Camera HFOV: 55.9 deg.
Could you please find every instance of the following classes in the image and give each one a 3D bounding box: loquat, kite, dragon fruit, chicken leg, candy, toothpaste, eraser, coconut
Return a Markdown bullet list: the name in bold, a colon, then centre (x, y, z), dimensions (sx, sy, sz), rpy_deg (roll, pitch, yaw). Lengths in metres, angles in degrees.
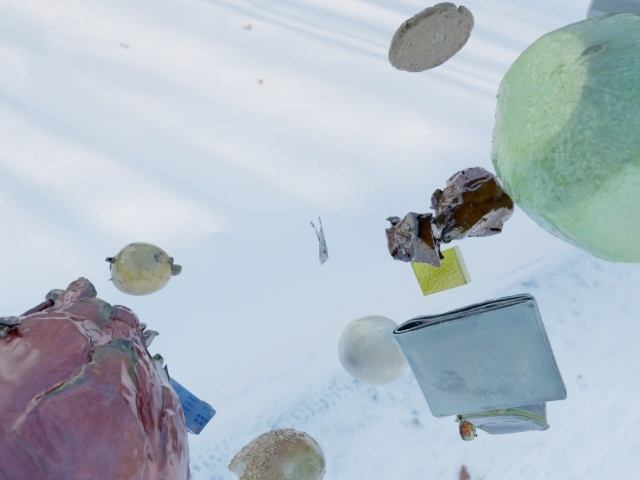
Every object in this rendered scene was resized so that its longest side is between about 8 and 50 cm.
- **loquat**: centre (-0.485, 0.078, 1.667), dimensions (0.205, 0.149, 0.172), rpy_deg (-1, 2, -16)
- **kite**: centre (0.000, 0.000, 1.399), dimensions (0.011, 0.156, 0.139), rpy_deg (-12, 53, 12)
- **dragon fruit**: centre (-0.221, 0.165, 0.463), dimensions (0.245, 0.244, 0.298), rpy_deg (7, 57, -9)
- **chicken leg**: centre (0.187, -0.032, 0.829), dimensions (0.113, 0.093, 0.304), rpy_deg (47, 38, 11)
- **candy**: centre (0.361, 0.447, 1.590), dimensions (0.049, 0.184, 0.056), rpy_deg (-28, 9, -16)
- **toothpaste**: centre (-0.291, 0.288, 1.133), dimensions (0.053, 0.272, 0.066), rpy_deg (24, 67, 35)
- **eraser**: centre (0.296, 0.076, 1.486), dimensions (0.045, 0.122, 0.097), rpy_deg (-14, 84, -57)
- **coconut**: centre (0.384, -0.122, 0.776), dimensions (0.329, 0.281, 0.328), rpy_deg (26, 38, -22)
- **candy**: centre (0.186, 0.410, 2.212), dimensions (0.296, 0.295, 0.185), rpy_deg (35, 33, 30)

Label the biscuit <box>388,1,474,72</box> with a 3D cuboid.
- **biscuit**: centre (0.270, -0.500, 1.493), dimensions (0.226, 0.226, 0.042), rpy_deg (-5, 64, -26)

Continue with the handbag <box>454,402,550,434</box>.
- **handbag**: centre (0.516, 0.415, 1.743), dimensions (0.223, 0.263, 0.240), rpy_deg (23, 58, -24)

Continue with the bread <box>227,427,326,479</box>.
- **bread**: centre (-0.086, 0.484, 1.267), dimensions (0.171, 0.192, 0.314), rpy_deg (48, -3, 5)

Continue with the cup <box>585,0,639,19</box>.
- **cup**: centre (0.486, -0.357, 0.915), dimensions (0.133, 0.099, 0.136), rpy_deg (24, 12, 20)

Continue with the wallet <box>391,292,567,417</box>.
- **wallet**: centre (0.321, 0.244, 1.223), dimensions (0.291, 0.251, 0.054), rpy_deg (-16, 24, 22)
